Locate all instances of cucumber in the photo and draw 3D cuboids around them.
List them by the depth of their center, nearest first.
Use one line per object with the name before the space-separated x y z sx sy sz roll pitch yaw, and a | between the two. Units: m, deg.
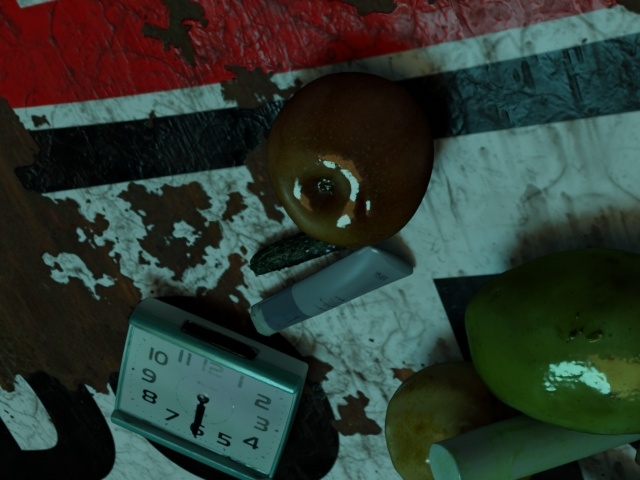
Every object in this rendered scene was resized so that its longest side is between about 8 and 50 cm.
cucumber | 0.000 0.001 1.594 0.257 0.043 0.044 -19 111 37

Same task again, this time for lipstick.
lipstick | 0.280 0.239 1.504 0.076 0.304 0.076 42 139 52

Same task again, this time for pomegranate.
pomegranate | 0.187 0.249 1.607 0.207 0.207 0.207 13 131 16

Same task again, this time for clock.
clock | -0.157 0.210 1.801 0.262 0.116 0.231 21 128 7

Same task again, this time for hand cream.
hand cream | 0.008 0.066 1.637 0.079 0.048 0.255 27 140 -37

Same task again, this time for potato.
potato | 0.318 0.117 1.429 0.304 0.216 0.215 -2 126 39

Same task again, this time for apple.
apple | 0.032 -0.088 1.425 0.201 0.162 0.201 14 133 16

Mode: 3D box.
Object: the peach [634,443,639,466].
peach | 0.489 0.273 1.471 0.233 0.232 0.232 13 131 16
